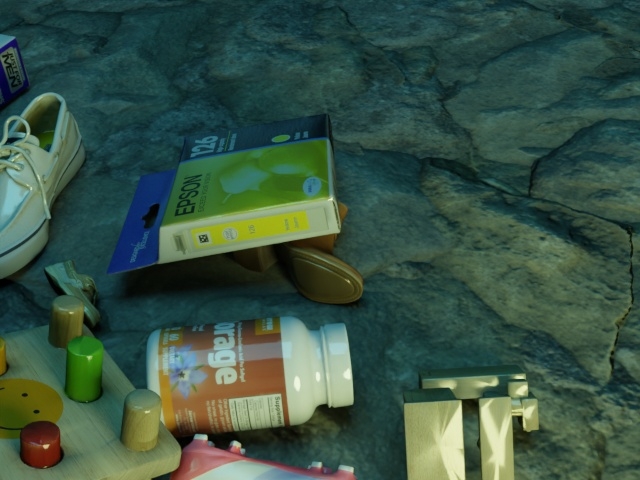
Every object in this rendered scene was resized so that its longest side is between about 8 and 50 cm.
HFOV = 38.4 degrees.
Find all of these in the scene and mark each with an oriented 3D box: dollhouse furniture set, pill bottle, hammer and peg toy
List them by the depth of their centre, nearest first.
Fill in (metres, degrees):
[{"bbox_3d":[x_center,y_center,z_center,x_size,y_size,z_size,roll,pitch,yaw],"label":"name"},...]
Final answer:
[{"bbox_3d":[-0.278,0.199,0.866,0.265,0.127,0.361,-10,34,-36],"label":"hammer and peg toy"},{"bbox_3d":[0.158,0.212,0.981,0.144,0.123,0.151,-3,4,1],"label":"dollhouse furniture set"},{"bbox_3d":[-0.075,0.146,1.008,0.216,0.121,0.121,-6,39,-2],"label":"pill bottle"}]

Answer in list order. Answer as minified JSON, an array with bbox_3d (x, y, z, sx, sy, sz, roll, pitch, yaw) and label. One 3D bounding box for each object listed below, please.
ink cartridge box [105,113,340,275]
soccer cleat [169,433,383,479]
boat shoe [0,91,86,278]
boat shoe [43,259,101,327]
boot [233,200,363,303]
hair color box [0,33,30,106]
[{"bbox_3d":[-0.131,-0.077,1.273,0.307,0.072,0.304,-8,29,3],"label":"ink cartridge box"},{"bbox_3d":[-0.032,0.263,0.909,0.247,0.083,0.095,11,70,11],"label":"soccer cleat"},{"bbox_3d":[-0.439,-0.105,1.325,0.135,0.157,0.367,3,39,10],"label":"boat shoe"},{"bbox_3d":[-0.314,0.063,1.189,0.045,0.050,0.135,-31,46,-22],"label":"boat shoe"},{"bbox_3d":[0.000,0.000,1.226,0.197,0.073,0.152,21,41,25],"label":"boot"},{"bbox_3d":[-0.679,-0.239,1.555,0.185,0.110,0.339,13,44,22],"label":"hair color box"}]
